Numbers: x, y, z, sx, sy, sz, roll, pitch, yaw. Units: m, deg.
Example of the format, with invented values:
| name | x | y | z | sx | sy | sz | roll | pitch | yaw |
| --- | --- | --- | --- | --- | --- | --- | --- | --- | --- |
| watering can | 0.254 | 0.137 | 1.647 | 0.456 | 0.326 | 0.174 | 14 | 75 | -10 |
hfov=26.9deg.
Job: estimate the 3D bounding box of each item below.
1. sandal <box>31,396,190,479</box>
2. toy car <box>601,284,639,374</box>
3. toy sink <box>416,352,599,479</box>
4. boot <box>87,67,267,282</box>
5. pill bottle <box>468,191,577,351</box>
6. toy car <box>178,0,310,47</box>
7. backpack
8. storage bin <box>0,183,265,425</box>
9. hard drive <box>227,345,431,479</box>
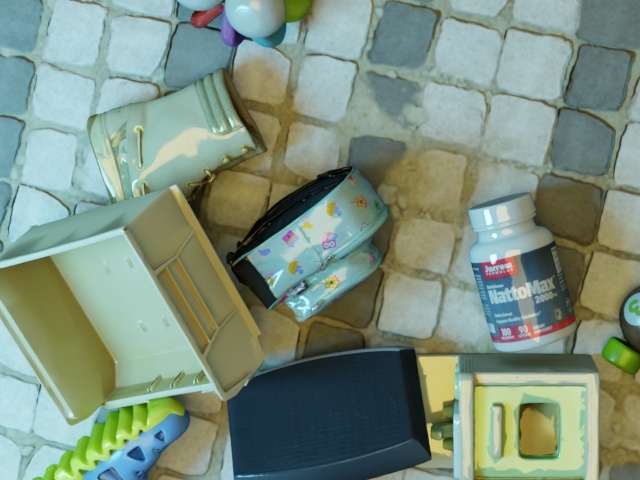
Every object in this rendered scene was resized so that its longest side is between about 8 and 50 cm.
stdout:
| name | x | y | z | sx | sy | sz | roll | pitch | yaw |
| --- | --- | --- | --- | --- | --- | --- | --- | --- | --- |
| sandal | -0.280 | 0.323 | 1.745 | 0.317 | 0.126 | 0.138 | -41 | 100 | 16 |
| toy car | 0.438 | 0.119 | 1.603 | 0.149 | 0.188 | 0.155 | 31 | 99 | 1 |
| toy sink | 0.225 | 0.226 | 1.667 | 0.234 | 0.131 | 0.153 | 1 | 96 | 6 |
| boot | -0.158 | -0.068 | 1.693 | 0.203 | 0.095 | 0.262 | -20 | 92 | 6 |
| pill bottle | 0.243 | 0.038 | 1.655 | 0.108 | 0.108 | 0.180 | -16 | 95 | 7 |
| toy car | -0.104 | -0.302 | 1.643 | 0.182 | 0.159 | 0.136 | 26 | 133 | 2 |
| backpack | 0.000 | 0.000 | 1.645 | 0.188 | 0.166 | 0.144 | -44 | 92 | 12 |
| storage bin | -0.240 | 0.090 | 1.628 | 0.262 | 0.123 | 0.260 | -14 | 113 | 34 |
| hard drive | 0.003 | 0.223 | 1.684 | 0.254 | 0.054 | 0.172 | -14 | 60 | 12 |
